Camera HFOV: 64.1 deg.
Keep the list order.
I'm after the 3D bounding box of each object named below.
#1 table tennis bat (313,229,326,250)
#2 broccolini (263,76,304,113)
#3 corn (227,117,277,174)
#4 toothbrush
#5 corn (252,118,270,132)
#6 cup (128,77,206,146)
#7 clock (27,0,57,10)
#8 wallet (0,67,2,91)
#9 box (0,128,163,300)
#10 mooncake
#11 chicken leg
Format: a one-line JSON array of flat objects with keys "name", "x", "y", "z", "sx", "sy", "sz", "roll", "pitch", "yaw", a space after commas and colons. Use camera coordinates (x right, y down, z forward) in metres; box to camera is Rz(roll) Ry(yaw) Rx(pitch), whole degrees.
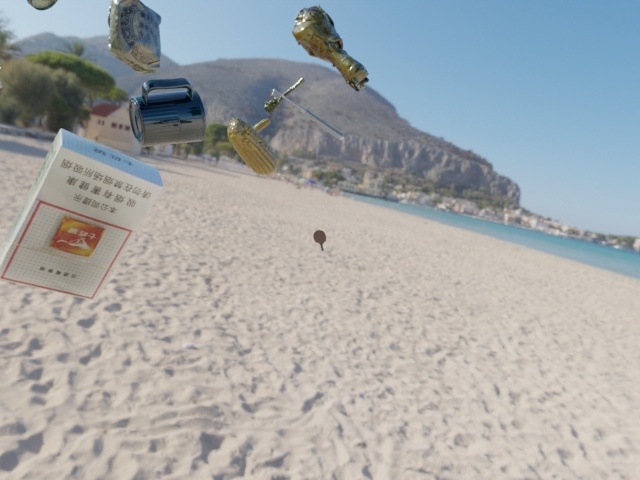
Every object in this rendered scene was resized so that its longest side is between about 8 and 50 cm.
[{"name": "table tennis bat", "x": 0.000, "y": 0.000, "z": 1.956, "sx": 0.050, "sy": 0.083, "sz": 0.007, "roll": -9, "pitch": 13, "yaw": 12}, {"name": "broccolini", "x": -0.156, "y": -0.623, "z": 2.181, "sx": 0.051, "sy": 0.054, "sz": 0.239, "roll": 25, "pitch": -42, "yaw": -37}, {"name": "corn", "x": -0.262, "y": -0.356, "z": 1.981, "sx": 0.119, "sy": 0.119, "sz": 0.322, "roll": 16, "pitch": -19, "yaw": 31}, {"name": "toothbrush", "x": -0.048, "y": -0.504, "z": 2.053, "sx": 0.342, "sy": 0.030, "sz": 0.025, "roll": 30, "pitch": 0, "yaw": -13}, {"name": "corn", "x": -0.271, "y": -0.524, "z": 2.331, "sx": 0.037, "sy": 0.092, "sz": 0.037, "roll": 51, "pitch": -10, "yaw": 13}, {"name": "cup", "x": -0.700, "y": -0.571, "z": 2.345, "sx": 0.292, "sy": 0.242, "sz": 0.308, "roll": -15, "pitch": -3, "yaw": -30}, {"name": "clock", "x": -0.655, "y": -0.584, "z": 1.209, "sx": 0.017, "sy": 0.085, "sz": 0.085, "roll": 41, "pitch": 8, "yaw": 1}, {"name": "wallet", "x": -1.208, "y": -0.698, "z": 1.823, "sx": 0.068, "sy": 0.275, "sz": 0.335, "roll": -25, "pitch": 47, "yaw": -24}, {"name": "box", "x": -0.506, "y": -0.040, "z": 1.073, "sx": 0.210, "sy": 0.330, "sz": 0.095, "roll": 23, "pitch": 23, "yaw": -38}, {"name": "mooncake", "x": -0.731, "y": -0.818, "z": 2.043, "sx": 0.136, "sy": 0.250, "sz": 0.254, "roll": 5, "pitch": 2, "yaw": 18}, {"name": "chicken leg", "x": 0.041, "y": -0.700, "z": 1.858, "sx": 0.201, "sy": 0.153, "sz": 0.429, "roll": -6, "pitch": 53, "yaw": -51}]
